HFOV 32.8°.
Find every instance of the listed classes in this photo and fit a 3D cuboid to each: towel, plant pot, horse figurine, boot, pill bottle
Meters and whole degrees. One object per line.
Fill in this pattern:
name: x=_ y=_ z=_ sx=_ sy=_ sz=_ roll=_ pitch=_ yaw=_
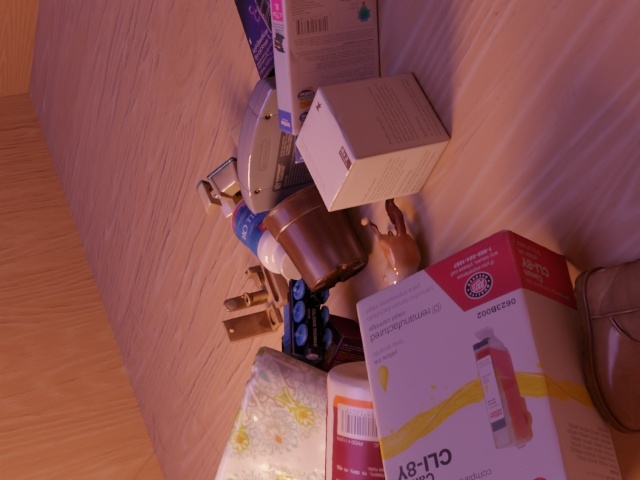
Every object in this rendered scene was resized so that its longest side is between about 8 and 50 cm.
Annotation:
towel: x=-0.027 y=0.426 z=2.081 sx=0.090 sy=0.320 sz=0.375 roll=-48 pitch=-22 yaw=-72
plant pot: x=0.000 y=0.000 z=2.086 sx=0.165 sy=0.167 sz=0.167 roll=60 pitch=151 yaw=14
horse figurine: x=0.138 y=0.050 z=1.921 sx=0.174 sy=0.066 sz=0.263 roll=-150 pitch=49 yaw=-64
boot: x=0.430 y=0.115 z=1.330 sx=0.269 sy=0.089 sz=0.236 roll=-27 pitch=78 yaw=63
pill bottle: x=0.118 y=0.418 z=1.877 sx=0.224 sy=0.224 sz=0.392 roll=11 pitch=100 yaw=62
pill bottle: x=-0.091 y=-0.006 z=2.293 sx=0.221 sy=0.124 sz=0.124 roll=42 pitch=138 yaw=49

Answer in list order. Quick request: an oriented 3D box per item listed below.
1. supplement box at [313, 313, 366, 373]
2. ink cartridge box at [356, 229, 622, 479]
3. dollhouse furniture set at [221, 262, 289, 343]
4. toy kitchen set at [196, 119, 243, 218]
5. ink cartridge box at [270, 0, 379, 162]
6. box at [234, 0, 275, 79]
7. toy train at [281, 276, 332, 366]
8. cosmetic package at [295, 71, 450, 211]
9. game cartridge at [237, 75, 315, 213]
supplement box: x=0.020 y=0.253 z=2.148 sx=0.188 sy=0.080 sz=0.104 roll=-66 pitch=31 yaw=14
ink cartridge box: x=0.225 y=0.223 z=1.486 sx=0.279 sy=0.160 sz=0.385 roll=-28 pitch=57 yaw=32
dollhouse furniture set: x=-0.157 y=0.134 z=2.491 sx=0.144 sy=0.123 sz=0.151 roll=69 pitch=153 yaw=16
toy kitchen set: x=-0.172 y=-0.155 z=2.463 sx=0.207 sy=0.166 sz=0.122 roll=-35 pitch=65 yaw=23
ink cartridge box: x=0.012 y=-0.301 z=1.871 sx=0.065 sy=0.185 sz=0.311 roll=23 pitch=122 yaw=56
box: x=-0.074 y=-0.432 z=2.078 sx=0.153 sy=0.108 sz=0.207 roll=-44 pitch=63 yaw=62
toy train: x=-0.031 y=0.157 z=2.122 sx=0.105 sy=0.080 sz=0.184 roll=-45 pitch=41 yaw=48
cosmetic package: x=0.083 y=-0.163 z=1.794 sx=0.151 sy=0.183 sz=0.151 roll=65 pitch=152 yaw=26
game cartridge: x=-0.060 y=-0.190 z=2.057 sx=0.062 sy=0.198 sz=0.297 roll=55 pitch=146 yaw=39
